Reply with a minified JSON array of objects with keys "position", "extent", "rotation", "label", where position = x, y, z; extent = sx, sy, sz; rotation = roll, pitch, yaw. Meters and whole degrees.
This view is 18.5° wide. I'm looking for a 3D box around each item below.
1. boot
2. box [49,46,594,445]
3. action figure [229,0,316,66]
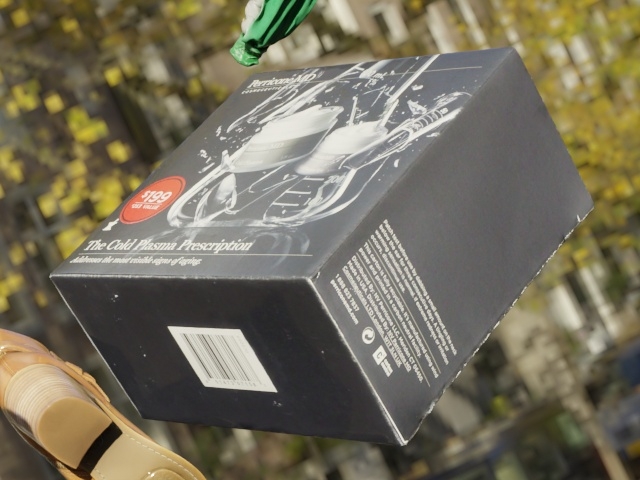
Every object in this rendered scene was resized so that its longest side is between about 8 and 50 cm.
[{"position":[-0.224,0.207,1.944],"extent":[0.109,0.283,0.220],"rotation":[-50,31,-4],"label":"boot"},{"position":[0.000,0.000,1.711],"extent":[0.343,0.179,0.312],"rotation":[-1,37,46],"label":"box"},{"position":[-0.030,-0.275,2.000],"extent":[0.137,0.063,0.232],"rotation":[-15,-41,-59],"label":"action figure"}]
